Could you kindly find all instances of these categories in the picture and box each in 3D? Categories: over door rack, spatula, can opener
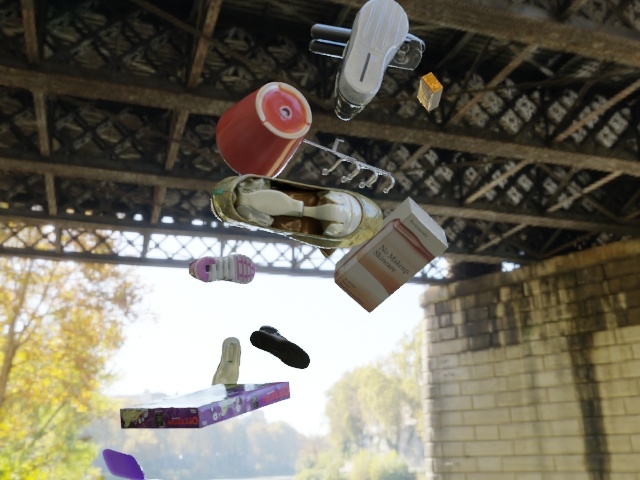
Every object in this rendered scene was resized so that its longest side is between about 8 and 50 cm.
[{"bbox_3d":[0.076,-0.274,2.250,0.239,0.324,0.108,13,-68,-51],"label":"over door rack"},{"bbox_3d":[-0.363,0.521,1.369,0.030,0.084,0.296,-40,-46,-11],"label":"spatula"},{"bbox_3d":[0.117,-0.490,1.596,0.283,0.095,0.076,12,-53,7],"label":"can opener"}]

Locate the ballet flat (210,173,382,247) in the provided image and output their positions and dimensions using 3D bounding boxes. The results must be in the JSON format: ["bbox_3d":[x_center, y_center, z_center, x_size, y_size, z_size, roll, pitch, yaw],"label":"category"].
[{"bbox_3d":[-0.028,-0.055,1.193,0.348,0.123,0.123,9,-22,-18],"label":"ballet flat"}]

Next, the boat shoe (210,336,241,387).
[{"bbox_3d":[-0.294,0.423,2.036,0.083,0.233,0.079,8,-41,1],"label":"boat shoe"}]

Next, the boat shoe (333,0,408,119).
[{"bbox_3d":[0.094,-0.404,1.404,0.121,0.335,0.119,32,-34,-10],"label":"boat shoe"}]

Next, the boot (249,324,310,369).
[{"bbox_3d":[-0.139,0.382,2.346,0.236,0.085,0.178,26,3,1],"label":"boot"}]

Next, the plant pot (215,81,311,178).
[{"bbox_3d":[-0.167,-0.361,2.047,0.274,0.275,0.243,10,-22,-29],"label":"plant pot"}]

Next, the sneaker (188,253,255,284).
[{"bbox_3d":[-0.309,0.088,1.979,0.236,0.095,0.104,5,-7,-44],"label":"sneaker"}]

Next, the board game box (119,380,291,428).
[{"bbox_3d":[-0.239,0.358,1.406,0.208,0.056,0.346,-14,-9,27],"label":"board game box"}]

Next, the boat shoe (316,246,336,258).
[{"bbox_3d":[0.000,0.000,2.588,0.060,0.064,0.178,-36,-51,8],"label":"boat shoe"}]

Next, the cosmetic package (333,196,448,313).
[{"bbox_3d":[0.191,0.043,1.774,0.153,0.129,0.296,41,-71,-13],"label":"cosmetic package"}]

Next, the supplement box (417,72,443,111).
[{"bbox_3d":[0.315,-0.428,1.849,0.036,0.062,0.098,-30,-19,-10],"label":"supplement box"}]
